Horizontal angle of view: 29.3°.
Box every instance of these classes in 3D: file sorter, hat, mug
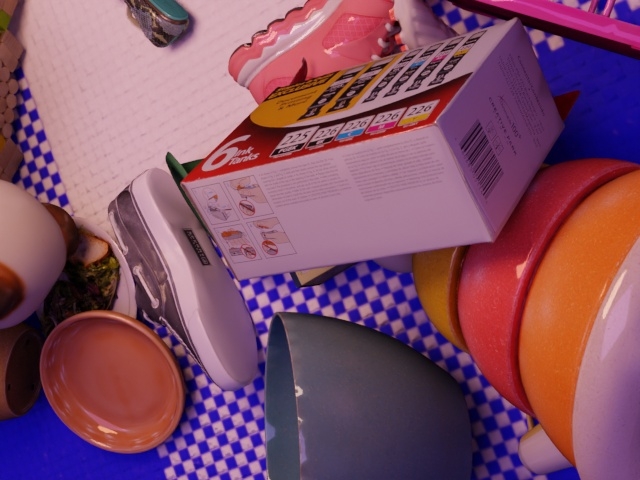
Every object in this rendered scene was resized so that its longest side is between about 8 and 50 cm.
[{"bbox_3d":[0.263,-0.292,1.205,0.291,0.202,0.182,22,100,24],"label":"file sorter"},{"bbox_3d":[-0.063,-0.080,1.445,0.184,0.208,0.173,-34,95,-8],"label":"hat"},{"bbox_3d":[0.249,0.217,1.321,0.062,0.078,0.064,44,124,-16],"label":"mug"}]

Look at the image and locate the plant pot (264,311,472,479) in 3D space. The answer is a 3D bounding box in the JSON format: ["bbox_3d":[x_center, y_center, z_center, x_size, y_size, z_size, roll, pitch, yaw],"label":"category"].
[{"bbox_3d":[0.052,0.218,1.320,0.196,0.290,0.290,-2,91,-9],"label":"plant pot"}]

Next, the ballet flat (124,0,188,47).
[{"bbox_3d":[-0.241,-0.315,1.546,0.070,0.070,0.188,-47,69,21],"label":"ballet flat"}]

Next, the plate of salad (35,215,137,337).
[{"bbox_3d":[-0.317,0.068,1.590,0.200,0.048,0.199,9,106,34],"label":"plate of salad"}]

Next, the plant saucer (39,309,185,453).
[{"bbox_3d":[-0.260,0.176,1.557,0.200,0.037,0.200,7,114,16],"label":"plant saucer"}]

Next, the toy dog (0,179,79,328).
[{"bbox_3d":[-0.485,-0.065,1.483,0.395,0.284,0.408,-40,96,21],"label":"toy dog"}]

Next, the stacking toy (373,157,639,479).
[{"bbox_3d":[0.218,0.025,1.235,0.480,0.351,0.350,27,105,43],"label":"stacking toy"}]

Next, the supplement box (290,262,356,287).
[{"bbox_3d":[0.000,0.000,1.433,0.083,0.056,0.083,-30,78,25],"label":"supplement box"}]

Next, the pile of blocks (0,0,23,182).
[{"bbox_3d":[-0.480,-0.231,1.621,0.113,0.149,0.362,5,95,27],"label":"pile of blocks"}]

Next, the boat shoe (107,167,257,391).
[{"bbox_3d":[-0.178,0.060,1.501,0.102,0.108,0.301,-35,74,24],"label":"boat shoe"}]

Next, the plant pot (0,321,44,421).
[{"bbox_3d":[-0.506,0.161,1.627,0.254,0.237,0.237,7,95,13],"label":"plant pot"}]

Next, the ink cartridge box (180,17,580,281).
[{"bbox_3d":[0.066,-0.102,1.220,0.309,0.272,0.130,-10,118,38],"label":"ink cartridge box"}]

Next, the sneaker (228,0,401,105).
[{"bbox_3d":[0.046,-0.230,1.389,0.314,0.116,0.136,-32,90,29],"label":"sneaker"}]

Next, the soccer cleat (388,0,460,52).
[{"bbox_3d":[0.127,-0.209,1.309,0.076,0.196,0.068,-21,41,11],"label":"soccer cleat"}]
